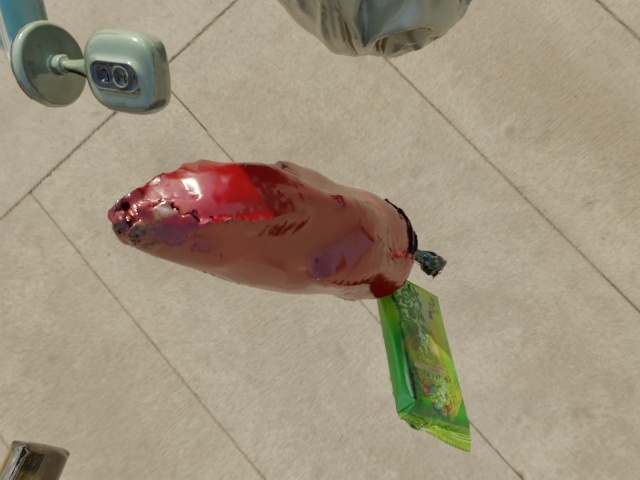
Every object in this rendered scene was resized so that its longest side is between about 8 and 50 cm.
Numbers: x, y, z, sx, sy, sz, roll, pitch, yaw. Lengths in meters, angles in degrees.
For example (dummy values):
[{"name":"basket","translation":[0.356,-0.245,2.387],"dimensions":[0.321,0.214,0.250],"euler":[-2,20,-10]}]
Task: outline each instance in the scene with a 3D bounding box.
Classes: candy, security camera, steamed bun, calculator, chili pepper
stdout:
[{"name":"candy","translation":[0.101,0.112,0.524],"dimensions":[0.032,0.102,0.178],"euler":[-40,39,34]},{"name":"security camera","translation":[-0.136,-0.107,0.323],"dimensions":[0.092,0.058,0.058],"euler":[8,86,23]},{"name":"steamed bun","translation":[0.062,-0.220,0.404],"dimensions":[0.218,0.211,0.144],"euler":[-20,95,-3]},{"name":"calculator","translation":[-0.403,-0.338,0.647],"dimensions":[0.054,0.256,0.386],"euler":[-20,39,-30]},{"name":"chili pepper","translation":[0.000,0.000,0.447],"dimensions":[0.110,0.387,0.110],"euler":[-4,82,32]}]

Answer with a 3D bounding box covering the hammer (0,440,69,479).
[{"name":"hammer","translation":[-0.317,0.361,0.432],"dimensions":[0.095,0.242,0.409],"euler":[-14,42,22]}]
